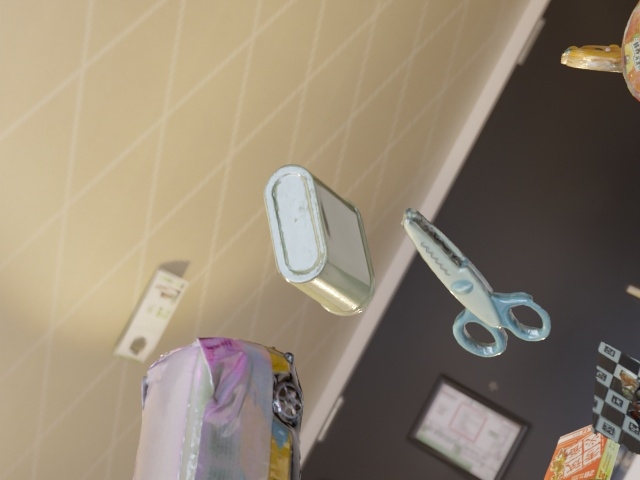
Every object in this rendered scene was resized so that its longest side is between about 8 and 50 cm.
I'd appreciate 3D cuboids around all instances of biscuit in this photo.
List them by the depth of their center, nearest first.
[{"bbox_3d":[0.588,-0.385,1.893,0.170,0.050,0.170,4,-163,-1],"label":"biscuit"}]

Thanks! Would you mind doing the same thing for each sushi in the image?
[{"bbox_3d":[0.419,0.232,1.209,0.139,0.031,0.201,28,-145,4],"label":"sushi"}]

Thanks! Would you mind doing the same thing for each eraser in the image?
[{"bbox_3d":[0.514,0.461,1.811,0.038,0.230,0.157,44,136,-7],"label":"eraser"}]

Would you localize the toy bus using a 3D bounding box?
[{"bbox_3d":[-0.130,0.294,1.085,0.171,0.387,0.162,-22,142,35],"label":"toy bus"}]

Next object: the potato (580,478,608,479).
[{"bbox_3d":[0.447,0.428,1.360,0.170,0.080,0.107,47,152,24],"label":"potato"}]

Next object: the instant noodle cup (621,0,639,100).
[{"bbox_3d":[0.529,-0.259,1.213,0.153,0.205,0.205,5,-166,-36],"label":"instant noodle cup"}]

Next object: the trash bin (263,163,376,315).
[{"bbox_3d":[0.000,0.000,1.687,0.121,0.243,0.247,-18,157,16],"label":"trash bin"}]

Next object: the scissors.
[{"bbox_3d":[0.196,0.058,1.227,0.138,0.041,0.289,-23,123,33],"label":"scissors"}]
